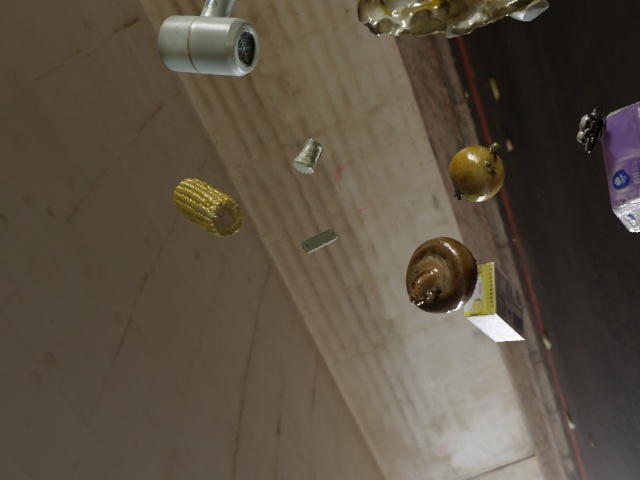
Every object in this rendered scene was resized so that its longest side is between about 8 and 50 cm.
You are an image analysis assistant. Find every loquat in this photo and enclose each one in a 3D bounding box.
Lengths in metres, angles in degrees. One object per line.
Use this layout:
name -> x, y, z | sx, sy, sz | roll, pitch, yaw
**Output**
loquat -> 0.480, -0.211, 1.879 | 0.149, 0.204, 0.172 | 9, -147, -47

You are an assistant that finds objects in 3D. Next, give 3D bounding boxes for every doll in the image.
doll -> 0.745, -0.309, 1.686 | 0.219, 0.067, 0.091 | -40, -38, -56

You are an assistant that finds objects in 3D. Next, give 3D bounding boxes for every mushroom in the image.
mushroom -> 0.179, 0.055, 0.919 | 0.085, 0.126, 0.109 | 32, -115, -29
mushroom -> 0.614, -0.795, 1.968 | 0.270, 0.118, 0.103 | 18, -138, -39

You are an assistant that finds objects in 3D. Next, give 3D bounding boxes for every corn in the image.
corn -> -0.246, -0.072, 1.338 | 0.244, 0.093, 0.093 | 30, 151, 53

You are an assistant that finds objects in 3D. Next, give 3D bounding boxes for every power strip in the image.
power strip -> 0.000, 0.000, 1.269 | 0.027, 0.083, 0.017 | 62, 164, 10

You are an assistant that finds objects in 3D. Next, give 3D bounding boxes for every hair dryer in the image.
hair dryer -> -0.182, -0.495, 1.217 | 0.107, 0.173, 0.357 | 44, -121, -66

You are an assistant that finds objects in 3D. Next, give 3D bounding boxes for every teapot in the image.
teapot -> -0.026, -0.209, 1.497 | 0.057, 0.067, 0.083 | 44, -117, -47

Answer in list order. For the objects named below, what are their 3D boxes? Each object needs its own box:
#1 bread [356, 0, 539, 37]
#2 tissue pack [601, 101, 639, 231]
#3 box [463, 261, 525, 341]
bread -> 0.219, -0.534, 0.935 | 0.250, 0.361, 0.394 | 45, -135, -38
tissue pack -> 0.907, -0.223, 1.664 | 0.160, 0.242, 0.338 | 34, -132, -32
box -> 0.523, 0.190, 1.849 | 0.265, 0.097, 0.168 | 34, -129, -48
